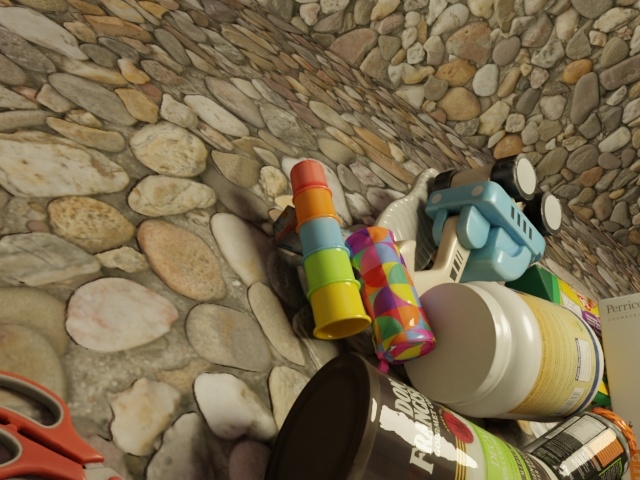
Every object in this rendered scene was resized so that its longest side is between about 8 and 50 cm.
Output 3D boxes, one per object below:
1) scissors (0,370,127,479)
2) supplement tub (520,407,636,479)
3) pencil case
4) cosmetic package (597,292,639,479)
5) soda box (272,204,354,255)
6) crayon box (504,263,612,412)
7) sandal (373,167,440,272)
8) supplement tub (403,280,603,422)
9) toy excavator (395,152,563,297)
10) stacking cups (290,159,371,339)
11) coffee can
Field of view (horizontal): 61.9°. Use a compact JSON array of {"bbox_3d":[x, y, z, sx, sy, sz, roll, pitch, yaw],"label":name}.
[{"bbox_3d":[-0.207,0.215,0.507,0.297,0.021,0.109,29,28,-16],"label":"scissors"},{"bbox_3d":[0.421,0.360,0.877,0.190,0.117,0.117,-19,59,-26],"label":"supplement tub"},{"bbox_3d":[0.109,0.092,0.896,0.104,0.104,0.237,15,48,-38],"label":"pencil case"},{"bbox_3d":[0.718,0.329,1.043,0.161,0.230,0.454,21,61,-32],"label":"cosmetic package"},{"bbox_3d":[0.000,0.000,1.024,0.183,0.058,0.063,23,32,-30],"label":"soda box"},{"bbox_3d":[0.627,0.264,1.275,0.362,0.106,0.313,26,39,-31],"label":"crayon box"},{"bbox_3d":[0.208,-0.035,1.278,0.416,0.102,0.170,-42,106,-48],"label":"sandal"},{"bbox_3d":[0.319,0.198,0.942,0.316,0.228,0.228,18,35,-36],"label":"supplement tub"},{"bbox_3d":[0.315,0.013,1.163,0.433,0.222,0.446,38,61,-32],"label":"toy excavator"},{"bbox_3d":[0.003,0.001,0.900,0.096,0.096,0.317,12,55,-41],"label":"stacking cups"},{"bbox_3d":[0.102,0.279,0.596,0.275,0.201,0.202,32,29,-15],"label":"coffee can"}]
